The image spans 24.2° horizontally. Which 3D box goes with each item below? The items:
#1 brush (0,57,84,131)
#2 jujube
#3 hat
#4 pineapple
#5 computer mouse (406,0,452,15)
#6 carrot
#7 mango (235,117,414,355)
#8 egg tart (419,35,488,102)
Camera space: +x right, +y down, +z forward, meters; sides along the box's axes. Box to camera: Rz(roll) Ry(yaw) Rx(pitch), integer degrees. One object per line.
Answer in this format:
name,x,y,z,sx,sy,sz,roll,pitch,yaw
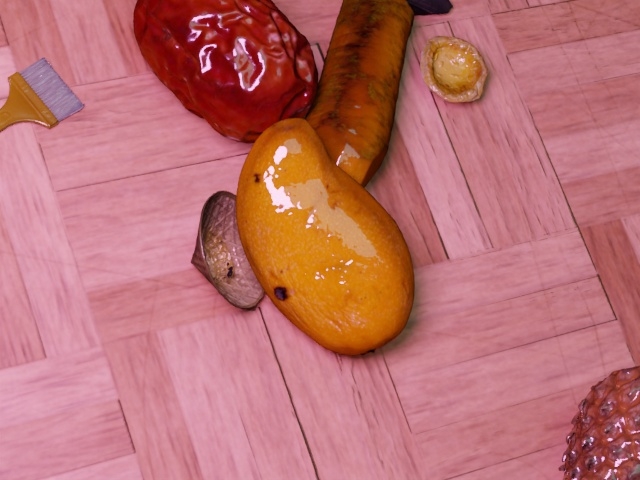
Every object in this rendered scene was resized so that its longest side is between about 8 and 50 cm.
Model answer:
brush,-0.389,-0.142,1.797,0.205,0.011,0.083,-37,84,-27
jujube,-0.116,-0.233,1.845,0.250,0.174,0.174,40,61,14
hat,-0.128,0.018,1.790,0.146,0.067,0.146,35,48,-50
pineapple,0.352,0.337,1.742,0.202,0.202,0.362,28,69,-5
computer mouse,0.122,-0.346,2.035,0.135,0.047,0.079,8,66,-17
carrot,0.046,-0.188,1.907,0.114,0.114,0.302,21,60,-9
mango,0.001,0.001,1.782,0.177,0.120,0.295,-31,93,2
egg tart,0.174,-0.225,2.003,0.105,0.039,0.105,7,66,-16
